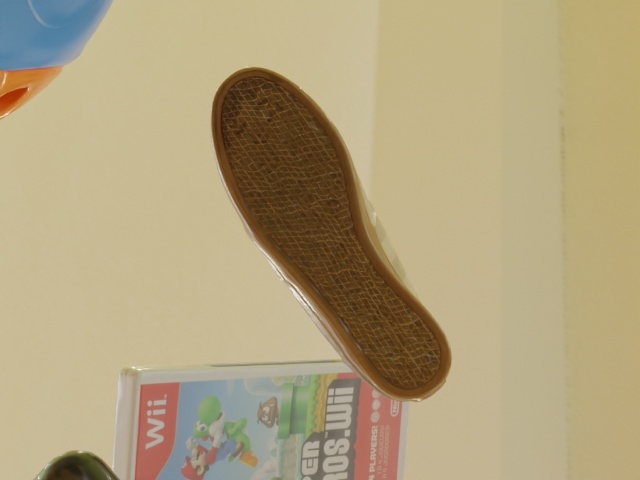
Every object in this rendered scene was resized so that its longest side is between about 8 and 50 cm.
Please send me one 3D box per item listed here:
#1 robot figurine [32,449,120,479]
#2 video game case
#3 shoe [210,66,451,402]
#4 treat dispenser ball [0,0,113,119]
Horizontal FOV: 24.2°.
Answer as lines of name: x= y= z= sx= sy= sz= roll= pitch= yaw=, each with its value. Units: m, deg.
robot figurine: x=-0.064 y=0.225 z=0.611 sx=0.209 sy=0.173 sz=0.278 roll=-34 pitch=-103 yaw=-15
video game case: x=-0.041 y=0.196 z=1.169 sx=0.025 sy=0.285 sz=0.204 roll=7 pitch=-86 yaw=48
shoe: x=0.000 y=0.000 z=0.876 sx=0.076 sy=0.058 sz=0.219 roll=-30 pitch=-91 yaw=-10
treat dispenser ball: x=-0.224 y=-0.180 z=0.691 sx=0.288 sy=0.288 sz=0.288 roll=-16 pitch=-123 yaw=26
